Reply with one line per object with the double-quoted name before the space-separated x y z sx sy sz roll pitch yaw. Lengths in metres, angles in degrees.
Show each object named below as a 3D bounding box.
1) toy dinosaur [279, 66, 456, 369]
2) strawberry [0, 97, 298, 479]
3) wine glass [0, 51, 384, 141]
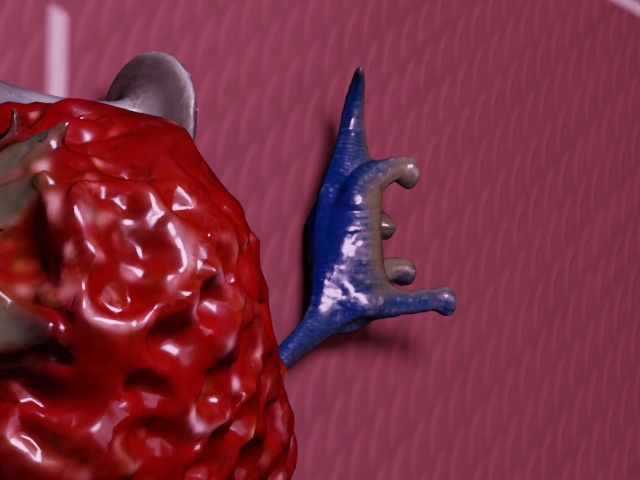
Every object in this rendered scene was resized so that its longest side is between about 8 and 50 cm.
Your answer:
"toy dinosaur" 0.000 0.000 1.460 0.188 0.075 0.247 -9 87 -40
"strawberry" -0.149 0.103 1.107 0.345 0.317 0.295 54 2 -40
"wine glass" -0.163 -0.101 1.177 0.310 0.264 0.096 6 78 -45
